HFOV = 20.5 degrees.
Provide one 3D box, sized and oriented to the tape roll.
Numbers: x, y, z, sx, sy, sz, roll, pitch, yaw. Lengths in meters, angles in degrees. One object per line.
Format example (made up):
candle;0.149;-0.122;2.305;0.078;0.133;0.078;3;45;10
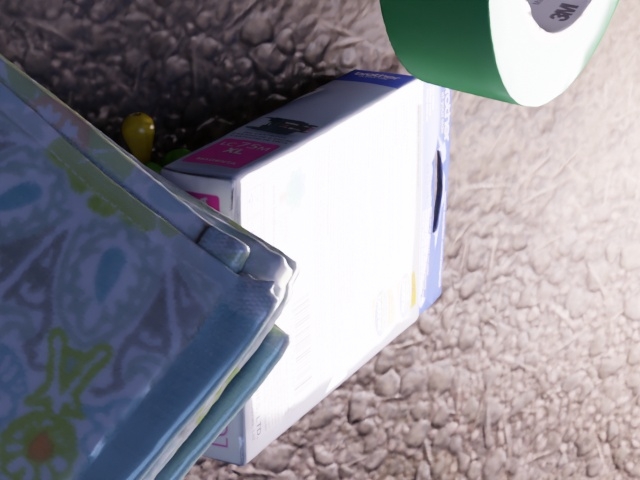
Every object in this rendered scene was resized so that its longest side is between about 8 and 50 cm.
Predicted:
tape roll;0.136;-0.247;1.115;0.321;0.077;0.321;-44;142;-48

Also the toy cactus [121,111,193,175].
toy cactus;-0.133;0.019;1.137;0.180;0.112;0.219;-45;137;2

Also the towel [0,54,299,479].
towel;-0.236;0.073;0.964;0.374;0.320;0.090;-50;168;-13

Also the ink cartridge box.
ink cartridge box;0.000;0.000;1.169;0.311;0.065;0.186;-32;127;-55
